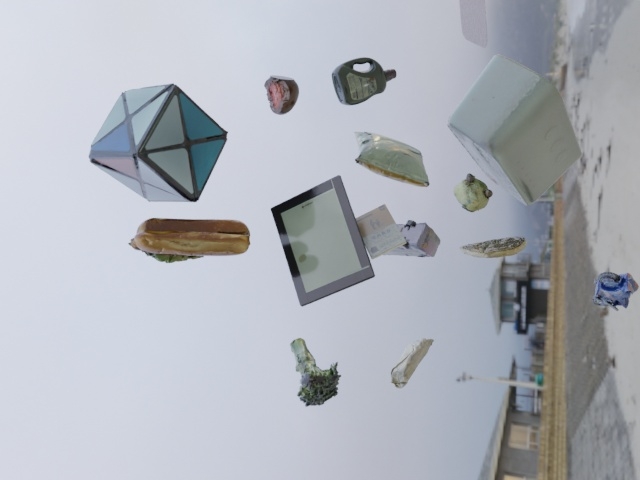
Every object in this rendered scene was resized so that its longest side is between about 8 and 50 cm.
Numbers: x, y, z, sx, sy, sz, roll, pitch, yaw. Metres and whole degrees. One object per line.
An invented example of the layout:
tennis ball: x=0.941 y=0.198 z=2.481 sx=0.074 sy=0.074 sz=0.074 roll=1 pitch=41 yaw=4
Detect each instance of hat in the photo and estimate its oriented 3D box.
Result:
hat: x=0.348 y=-0.110 z=1.286 sx=0.076 sy=0.059 sz=0.077 roll=-19 pitch=-112 yaw=-29

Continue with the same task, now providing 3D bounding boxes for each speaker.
speaker: x=0.460 y=-0.240 z=1.336 sx=0.184 sy=0.183 sz=0.406 roll=-51 pitch=-35 yaw=8

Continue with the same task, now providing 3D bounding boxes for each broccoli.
broccoli: x=-0.043 y=0.468 z=2.093 sx=0.304 sy=0.165 sz=0.145 roll=56 pitch=133 yaw=52

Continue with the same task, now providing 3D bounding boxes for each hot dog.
hot dog: x=-0.369 y=-0.001 z=1.618 sx=0.135 sy=0.338 sz=0.100 roll=-103 pitch=16 yaw=-54

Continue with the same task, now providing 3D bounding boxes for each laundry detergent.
laundry detergent: x=0.154 y=-0.550 z=1.922 sx=0.078 sy=0.222 sz=0.144 roll=27 pitch=139 yaw=67

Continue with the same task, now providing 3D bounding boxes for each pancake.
pancake: x=0.407 y=0.017 z=1.340 sx=0.158 sy=0.158 sz=0.028 roll=-26 pitch=-72 yaw=-65

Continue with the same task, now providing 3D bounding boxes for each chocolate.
chocolate: x=-0.143 y=-0.526 z=2.069 sx=0.124 sy=0.127 sz=0.133 roll=-120 pitch=39 yaw=-57

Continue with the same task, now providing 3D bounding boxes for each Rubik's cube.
Rubik's cube: x=-0.458 y=-0.270 z=1.620 sx=0.248 sy=0.250 sz=0.246 roll=43 pitch=-119 yaw=-47

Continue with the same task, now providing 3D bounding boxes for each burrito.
burrito: x=0.281 y=0.372 z=1.769 sx=0.059 sy=0.082 sz=0.275 roll=54 pitch=-148 yaw=3

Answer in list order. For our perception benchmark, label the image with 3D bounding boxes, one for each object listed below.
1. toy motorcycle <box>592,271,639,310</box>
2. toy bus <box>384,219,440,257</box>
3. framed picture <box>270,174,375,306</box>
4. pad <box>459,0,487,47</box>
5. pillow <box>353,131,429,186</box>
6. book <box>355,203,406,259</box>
toy motorcycle: x=0.880 y=0.148 z=1.698 sx=0.205 sy=0.114 sz=0.076 roll=62 pitch=-142 yaw=-53
toy bus: x=0.304 y=0.002 z=2.135 sx=0.138 sy=0.317 sz=0.112 roll=34 pitch=-106 yaw=-29
framed picture: x=0.000 y=0.000 z=1.760 sx=0.016 sy=0.265 sz=0.346 roll=19 pitch=-131 yaw=-63
pad: x=0.480 y=-0.756 z=1.803 sx=0.176 sy=0.002 sz=0.266 roll=-116 pitch=9 yaw=-55
pillow: x=0.278 y=-0.325 z=2.241 sx=0.312 sy=0.310 sz=0.119 roll=-85 pitch=13 yaw=-58
book: x=0.180 y=-0.029 z=1.763 sx=0.012 sy=0.118 sz=0.172 roll=60 pitch=-175 yaw=-50
